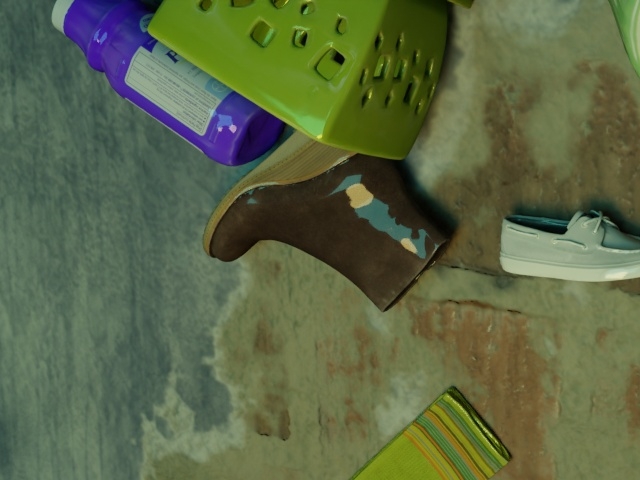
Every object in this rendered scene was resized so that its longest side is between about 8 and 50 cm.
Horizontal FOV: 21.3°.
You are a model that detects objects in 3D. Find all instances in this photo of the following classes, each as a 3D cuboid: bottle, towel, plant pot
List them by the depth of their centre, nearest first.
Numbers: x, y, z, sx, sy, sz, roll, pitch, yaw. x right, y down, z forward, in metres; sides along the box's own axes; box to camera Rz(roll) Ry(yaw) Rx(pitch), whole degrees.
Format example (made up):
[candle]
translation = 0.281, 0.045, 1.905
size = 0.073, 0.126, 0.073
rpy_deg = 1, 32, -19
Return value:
[plant pot]
translation = 0.008, -0.226, 1.664
size = 0.227, 0.228, 0.207
rpy_deg = 33, 100, 21
[bottle]
translation = -0.170, -0.189, 1.860
size = 0.283, 0.118, 0.092
rpy_deg = 35, 121, 20
[towel]
translation = 0.104, 0.267, 1.885
size = 0.102, 0.021, 0.237
rpy_deg = 50, 124, 11

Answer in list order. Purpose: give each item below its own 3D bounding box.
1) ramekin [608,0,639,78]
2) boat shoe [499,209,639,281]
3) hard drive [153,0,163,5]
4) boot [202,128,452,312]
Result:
[ramekin]
translation = 0.363, -0.222, 1.323
size = 0.303, 0.148, 0.303
rpy_deg = -1, 138, -1
[boat shoe]
translation = 0.260, 0.001, 1.682
size = 0.184, 0.066, 0.063
rpy_deg = 5, 109, 41
[hard drive]
translation = -0.115, -0.275, 1.855
size = 0.135, 0.022, 0.094
rpy_deg = 31, 119, 22
[boot]
translation = 0.000, 0.000, 1.825
size = 0.248, 0.090, 0.207
rpy_deg = -45, 77, 30
